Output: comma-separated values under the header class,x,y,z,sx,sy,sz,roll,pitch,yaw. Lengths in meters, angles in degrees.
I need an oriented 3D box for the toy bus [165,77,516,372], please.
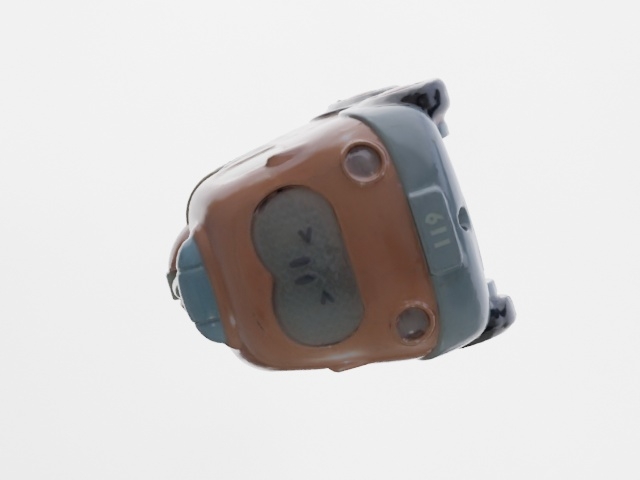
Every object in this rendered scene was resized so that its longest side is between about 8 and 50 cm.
class,x,y,z,sx,sy,sz,roll,pitch,yaw
toy bus,0.000,0.000,1.445,0.232,0.287,0.194,-16,-84,-7
